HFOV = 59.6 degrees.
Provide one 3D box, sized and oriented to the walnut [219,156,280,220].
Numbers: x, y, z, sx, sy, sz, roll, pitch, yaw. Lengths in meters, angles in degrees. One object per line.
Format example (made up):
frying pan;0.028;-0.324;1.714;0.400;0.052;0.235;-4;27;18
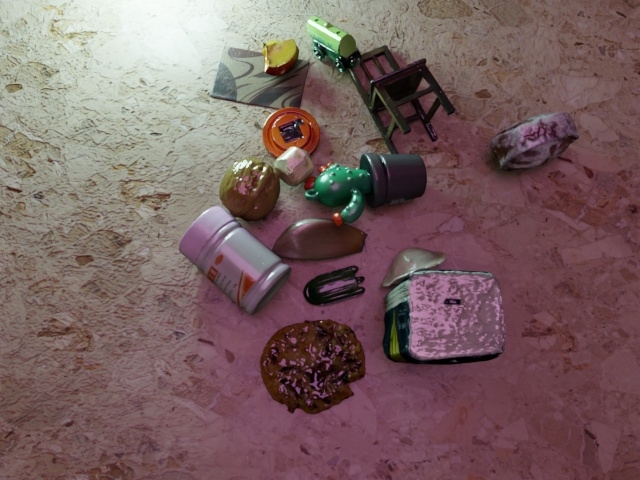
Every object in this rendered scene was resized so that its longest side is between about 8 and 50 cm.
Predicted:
walnut;-0.233;-0.164;1.841;0.213;0.213;0.213;0;76;-1

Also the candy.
candy;0.726;-0.331;1.894;0.290;0.214;0.157;-18;78;-9

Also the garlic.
garlic;-0.001;-0.009;1.846;0.318;0.112;0.143;0;111;-6

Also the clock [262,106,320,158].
clock;-0.103;-0.374;1.968;0.205;0.051;0.205;0;77;0

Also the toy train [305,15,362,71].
toy train;0.043;-0.698;1.966;0.105;0.157;0.253;-39;51;-7

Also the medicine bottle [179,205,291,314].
medicine bottle;-0.270;0.063;1.776;0.316;0.202;0.202;40;78;9

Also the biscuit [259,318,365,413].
biscuit;-0.022;0.394;1.766;0.334;0.081;0.289;-16;76;-4

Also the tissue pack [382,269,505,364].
tissue pack;0.337;0.235;1.646;0.264;0.416;0.253;0;79;-3

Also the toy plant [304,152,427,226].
toy plant;0.143;-0.185;1.850;0.400;0.185;0.279;-8;68;-11

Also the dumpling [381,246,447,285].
dumpling;0.310;0.089;1.806;0.216;0.166;0.126;1;96;-4

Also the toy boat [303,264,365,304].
toy boat;0.046;0.152;1.841;0.210;0.052;0.104;-17;79;-4

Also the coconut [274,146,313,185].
coconut;-0.083;-0.253;1.882;0.116;0.116;0.122;40;73;8

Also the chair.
chair;0.255;-0.532;1.919;0.203;0.240;0.416;-25;79;-5

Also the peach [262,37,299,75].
peach;-0.142;-0.656;1.998;0.151;0.118;0.151;-6;37;5

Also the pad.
pad;-0.219;-0.590;2.041;0.330;0.004;0.220;10;76;1
